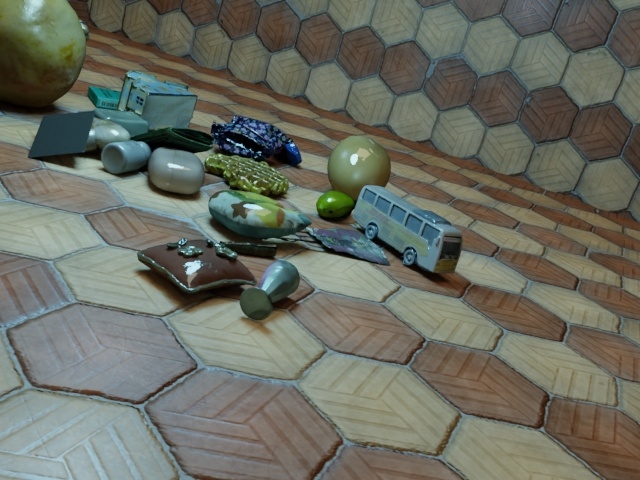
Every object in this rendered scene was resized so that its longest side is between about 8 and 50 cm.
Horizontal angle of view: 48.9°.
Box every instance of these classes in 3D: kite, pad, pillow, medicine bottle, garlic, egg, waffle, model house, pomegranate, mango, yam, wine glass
[{"bbox_3d":[0.001,-0.003,1.752,0.361,0.022,0.204,7,22,-28],"label":"kite"},{"bbox_3d":[-0.663,-0.276,1.813,0.143,0.003,0.211,-6,40,-3],"label":"pad"},{"bbox_3d":[-0.154,-0.065,1.677,0.214,0.086,0.233,1,16,-36],"label":"pillow"},{"bbox_3d":[-0.503,-0.220,1.838,0.080,0.080,0.130,22,18,14],"label":"medicine bottle"},{"bbox_3d":[-0.599,-0.281,1.884,0.175,0.099,0.124,-1,27,-1],"label":"garlic"},{"bbox_3d":[0.118,-0.217,2.185,0.201,0.201,0.244,17,32,0],"label":"egg"},{"bbox_3d":[-0.213,-0.190,2.042,0.249,0.056,0.253,10,21,-18],"label":"waffle"},{"bbox_3d":[-0.558,-0.441,2.258,0.206,0.178,0.271,32,26,22],"label":"model house"},{"bbox_3d":[-0.881,-0.595,2.101,0.412,0.411,0.411,15,19,-5],"label":"pomegranate"},{"bbox_3d":[0.046,-0.105,1.993,0.091,0.074,0.165,21,19,18],"label":"mango"},{"bbox_3d":[-0.160,0.019,1.546,0.130,0.033,0.027,4,49,-22],"label":"yam"},{"bbox_3d":[-0.094,0.091,1.321,0.073,0.073,0.155,21,18,11],"label":"wine glass"},{"bbox_3d":[-0.232,0.043,1.335,0.171,0.075,0.179,31,24,34],"label":"pillow"}]

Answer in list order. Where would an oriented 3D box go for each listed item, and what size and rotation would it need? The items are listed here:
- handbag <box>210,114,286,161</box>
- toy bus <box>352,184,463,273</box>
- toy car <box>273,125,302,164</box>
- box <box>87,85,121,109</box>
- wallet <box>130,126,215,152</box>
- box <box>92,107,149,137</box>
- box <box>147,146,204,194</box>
[{"bbox_3d":[-0.235,-0.325,2.293,0.229,0.126,0.208,21,26,12],"label":"handbag"},{"bbox_3d":[0.224,-0.030,1.837,0.097,0.138,0.342,5,20,-39],"label":"toy bus"},{"bbox_3d":[-0.135,-0.321,2.438,0.063,0.103,0.216,-33,40,-12],"label":"toy car"},{"bbox_3d":[-0.698,-0.495,2.507,0.227,0.042,0.161,5,23,-32],"label":"box"},{"bbox_3d":[-0.424,-0.267,1.943,0.236,0.055,0.160,-6,-11,41],"label":"wallet"},{"bbox_3d":[-0.584,-0.322,2.037,0.172,0.092,0.124,-2,27,-43],"label":"box"},{"bbox_3d":[-0.375,-0.183,1.829,0.146,0.088,0.200,9,19,-19],"label":"box"}]
